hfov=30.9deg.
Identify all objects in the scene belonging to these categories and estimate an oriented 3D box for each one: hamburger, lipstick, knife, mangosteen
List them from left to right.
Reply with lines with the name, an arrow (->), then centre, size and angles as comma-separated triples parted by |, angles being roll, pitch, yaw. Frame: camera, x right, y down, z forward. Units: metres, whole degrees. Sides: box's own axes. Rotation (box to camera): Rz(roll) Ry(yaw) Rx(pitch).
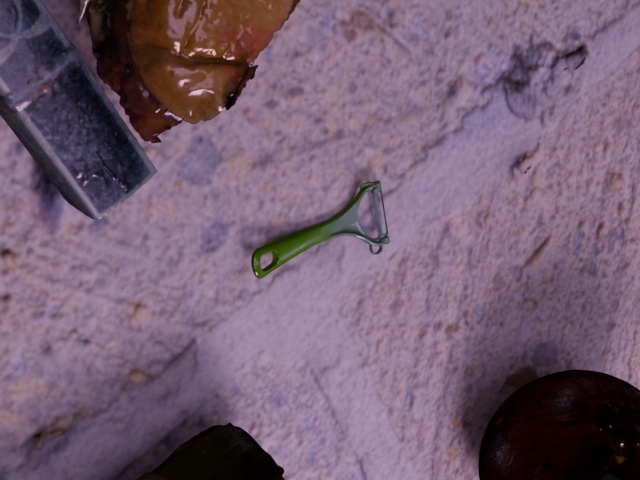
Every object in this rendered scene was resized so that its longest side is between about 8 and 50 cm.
lipstick -> -0.239, -0.149, 0.899 | 0.077, 0.076, 0.290 | -41, 121, -16
hamburger -> -0.099, -0.253, 0.913 | 0.282, 0.155, 0.245 | -45, 124, -19
knife -> -0.001, 0.000, 1.139 | 0.166, 0.022, 0.078 | -23, 109, -29
mangosteen -> 0.282, 0.281, 1.319 | 0.235, 0.235, 0.261 | -10, 143, -32

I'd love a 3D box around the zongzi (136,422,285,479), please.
zongzi -> -0.140, 0.357, 1.100 | 0.289, 0.154, 0.317 | -33, 140, -27
